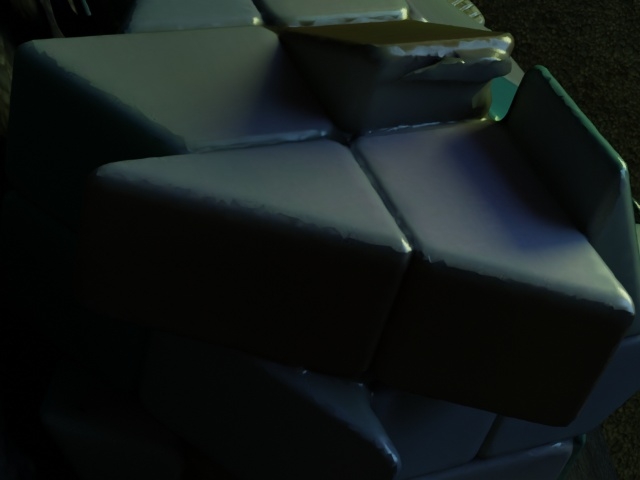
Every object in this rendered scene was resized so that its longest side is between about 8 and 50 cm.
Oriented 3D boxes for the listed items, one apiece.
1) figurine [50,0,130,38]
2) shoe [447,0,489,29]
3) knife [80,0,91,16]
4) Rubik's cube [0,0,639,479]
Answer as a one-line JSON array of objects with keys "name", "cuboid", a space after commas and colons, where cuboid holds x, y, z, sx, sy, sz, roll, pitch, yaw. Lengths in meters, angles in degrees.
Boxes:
[{"name": "figurine", "cuboid": [-0.164, -0.220, 0.863, 0.193, 0.140, 0.265, -82, 153, -49]}, {"name": "shoe", "cuboid": [0.057, -0.275, 1.631, 0.351, 0.172, 0.198, 55, -26, 21]}, {"name": "knife", "cuboid": [-0.152, -0.119, 0.989, 0.044, 0.019, 0.313, -11, 79, -81]}, {"name": "Rubik's cube", "cuboid": [0.000, 0.000, 0.752, 0.387, 0.368, 0.358, 58, -35, 38]}]
